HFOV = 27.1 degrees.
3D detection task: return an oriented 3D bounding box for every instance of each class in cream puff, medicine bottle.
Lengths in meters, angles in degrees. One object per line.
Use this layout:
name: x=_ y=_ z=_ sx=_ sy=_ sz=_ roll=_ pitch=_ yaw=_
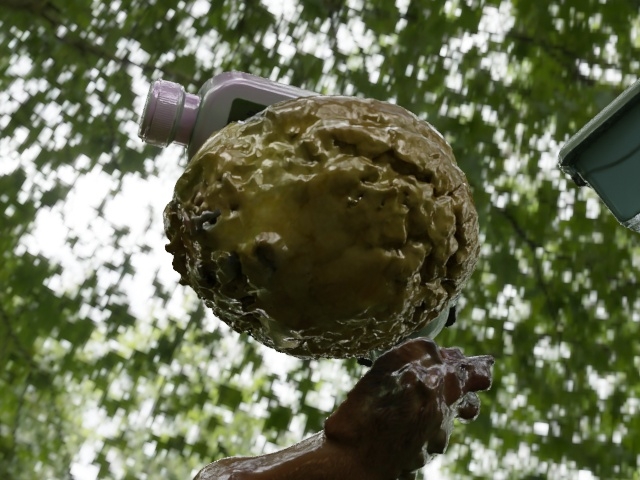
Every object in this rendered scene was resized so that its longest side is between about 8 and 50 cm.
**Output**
cream puff: x=0.000 y=0.000 z=0.772 sx=0.189 sy=0.129 sz=0.189 roll=-1 pitch=-40 yaw=-1
medicine bottle: x=-0.065 y=-0.099 z=1.292 sx=0.219 sy=0.078 sz=0.115 roll=15 pitch=-72 yaw=-12

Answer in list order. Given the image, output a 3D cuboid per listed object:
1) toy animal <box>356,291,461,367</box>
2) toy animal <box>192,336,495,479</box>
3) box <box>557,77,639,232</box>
toy animal: x=0.100 y=0.101 z=1.501 sx=0.094 sy=0.225 sz=0.121 roll=24 pitch=-8 yaw=4
toy animal: x=-0.003 y=0.177 z=0.976 sx=0.312 sy=0.097 sz=0.157 roll=-26 pitch=-64 yaw=4
box: x=0.372 y=-0.107 z=1.359 sx=0.227 sy=0.130 sz=0.162 roll=-43 pitch=-32 yaw=23
